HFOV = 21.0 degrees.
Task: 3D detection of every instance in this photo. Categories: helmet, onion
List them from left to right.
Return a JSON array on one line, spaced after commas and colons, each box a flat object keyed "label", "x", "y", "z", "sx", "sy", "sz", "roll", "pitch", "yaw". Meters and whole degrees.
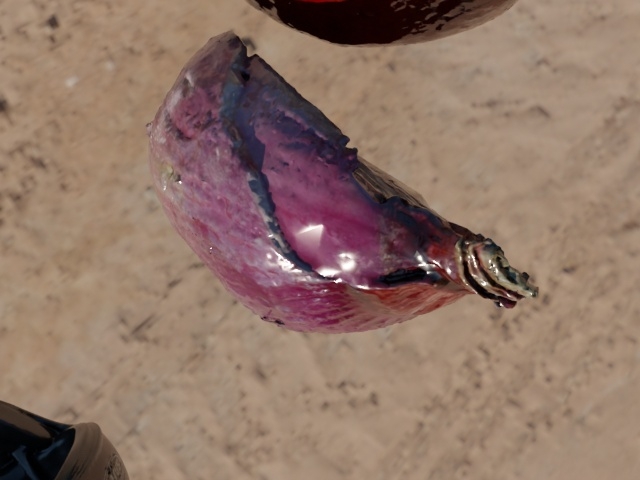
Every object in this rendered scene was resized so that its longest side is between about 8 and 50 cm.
[{"label": "helmet", "x": -0.270, "y": 0.248, "z": 1.554, "sx": 0.216, "sy": 0.189, "sz": 0.193, "roll": -30, "pitch": 108, "yaw": 17}, {"label": "onion", "x": 0.000, "y": 0.000, "z": 1.311, "sx": 0.159, "sy": 0.348, "sz": 0.267, "roll": -50, "pitch": 130, "yaw": 2}]

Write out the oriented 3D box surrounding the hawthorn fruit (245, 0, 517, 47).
[{"label": "hawthorn fruit", "x": 0.029, "y": -0.273, "z": 1.306, "sx": 0.307, "sy": 0.265, "sz": 0.265, "roll": -15, "pitch": 105, "yaw": 6}]
